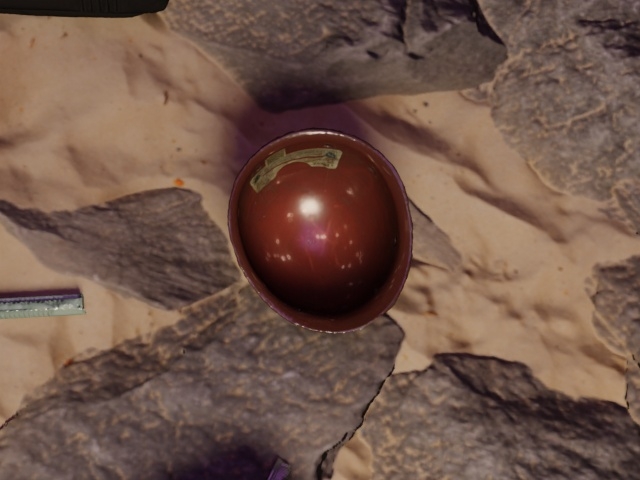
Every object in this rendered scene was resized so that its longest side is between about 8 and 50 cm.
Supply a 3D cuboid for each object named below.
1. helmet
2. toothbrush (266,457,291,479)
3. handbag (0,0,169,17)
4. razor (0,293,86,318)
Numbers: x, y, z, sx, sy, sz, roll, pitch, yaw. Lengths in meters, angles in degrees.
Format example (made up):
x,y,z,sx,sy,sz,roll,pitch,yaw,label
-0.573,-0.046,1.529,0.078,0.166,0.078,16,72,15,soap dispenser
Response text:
x,y,z,sx,sy,sz,roll,pitch,yaw,label
0.000,0.000,1.193,0.155,0.106,0.175,-27,82,-9,helmet
-0.072,0.270,1.149,0.017,0.014,0.194,26,72,5,toothbrush
-0.267,-0.318,1.287,0.275,0.088,0.244,0,70,-1,handbag
-0.308,0.059,1.193,0.211,0.036,0.084,1,53,-9,razor
